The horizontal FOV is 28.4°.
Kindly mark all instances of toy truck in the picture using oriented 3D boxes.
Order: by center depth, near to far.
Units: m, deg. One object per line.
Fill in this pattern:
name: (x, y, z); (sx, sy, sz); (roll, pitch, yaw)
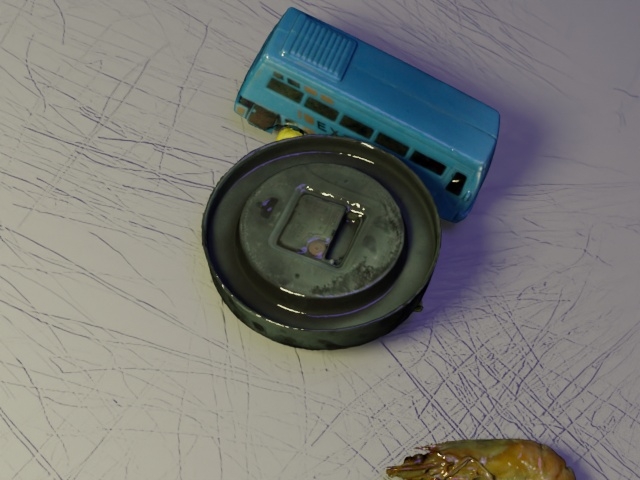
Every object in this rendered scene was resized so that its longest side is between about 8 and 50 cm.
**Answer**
toy truck: (0.075, -0.175, 1.836); (0.384, 0.162, 0.161); (27, 49, -4)

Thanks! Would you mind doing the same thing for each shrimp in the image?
shrimp: (0.208, 0.317, 1.621); (0.267, 0.061, 0.145); (13, 63, -18)

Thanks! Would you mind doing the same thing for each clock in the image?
clock: (0.000, -0.001, 1.689); (0.318, 0.066, 0.319); (1, 56, -2)

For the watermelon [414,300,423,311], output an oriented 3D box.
watermelon: (0.122, 0.044, 1.767); (0.069, 0.087, 0.163); (39, 44, -40)
